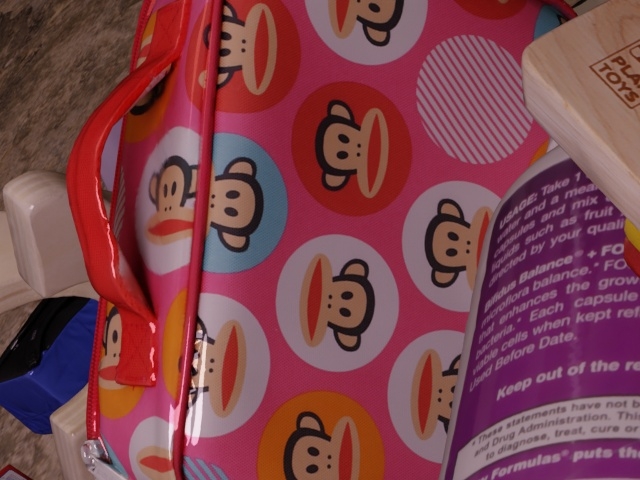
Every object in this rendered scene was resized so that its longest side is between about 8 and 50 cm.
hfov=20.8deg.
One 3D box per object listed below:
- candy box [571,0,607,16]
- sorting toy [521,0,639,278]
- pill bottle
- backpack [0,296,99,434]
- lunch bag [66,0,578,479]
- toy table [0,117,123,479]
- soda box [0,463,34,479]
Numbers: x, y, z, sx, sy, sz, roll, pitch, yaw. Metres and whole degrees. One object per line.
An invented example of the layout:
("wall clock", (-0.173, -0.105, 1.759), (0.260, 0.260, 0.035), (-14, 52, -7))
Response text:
("candy box", (0.227, -0.112, 0.906), (0.233, 0.071, 0.159), (-34, 29, 33))
("sorting toy", (0.241, -0.011, 0.563), (0.255, 0.089, 0.257), (-29, 56, -14))
("pill bottle", (0.138, 0.059, 0.690), (0.169, 0.169, 0.301), (-30, 31, 38))
("backpack", (-0.172, 0.083, 1.281), (0.098, 0.101, 0.120), (-14, 38, 51))
("lunch bag", (0.000, 0.000, 0.826), (0.120, 0.258, 0.293), (-6, 75, 59))
("toy table", (-0.092, 0.031, 1.008), (0.161, 0.252, 0.274), (-33, 41, -27))
("soda box", (-0.226, 0.237, 1.018), (0.092, 0.083, 0.263), (-59, -7, 24))
